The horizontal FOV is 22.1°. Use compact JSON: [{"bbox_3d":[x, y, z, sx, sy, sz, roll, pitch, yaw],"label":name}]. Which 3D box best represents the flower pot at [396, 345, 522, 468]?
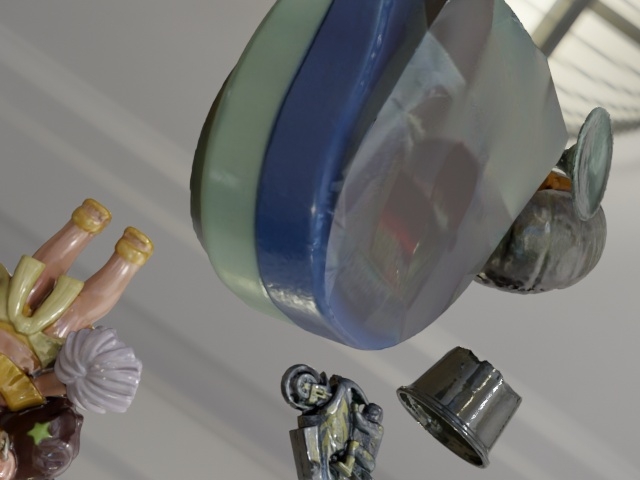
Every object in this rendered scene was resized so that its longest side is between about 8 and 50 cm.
[{"bbox_3d":[0.192,0.215,2.178,0.107,0.157,0.157,-46,-179,-14],"label":"flower pot"}]

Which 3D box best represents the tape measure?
[{"bbox_3d":[0.032,-0.057,1.161,0.262,0.138,0.259,-57,147,-8],"label":"tape measure"}]

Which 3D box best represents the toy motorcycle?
[{"bbox_3d":[0.025,0.227,1.863,0.124,0.193,0.061,-13,175,-33],"label":"toy motorcycle"}]

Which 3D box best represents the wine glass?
[{"bbox_3d":[0.139,-0.085,1.477,0.103,0.231,0.103,-33,129,-54],"label":"wine glass"}]

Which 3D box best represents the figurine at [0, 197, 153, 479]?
[{"bbox_3d":[-0.200,0.077,1.044,0.240,0.175,0.116,-55,173,-11],"label":"figurine"}]

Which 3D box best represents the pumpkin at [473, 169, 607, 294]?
[{"bbox_3d":[0.261,-0.014,2.163,0.238,0.238,0.159,-69,168,-77],"label":"pumpkin"}]
